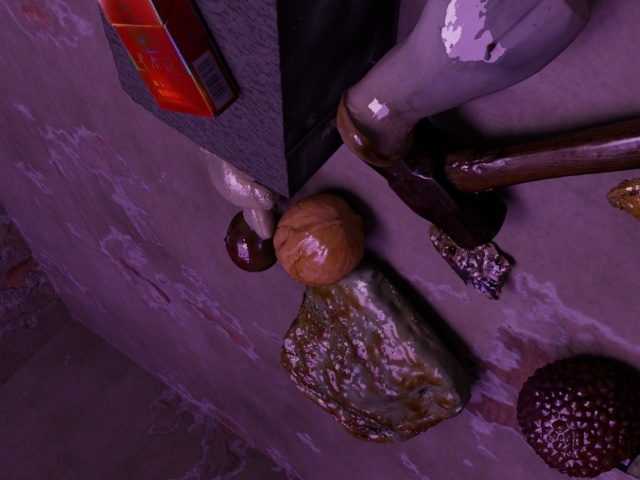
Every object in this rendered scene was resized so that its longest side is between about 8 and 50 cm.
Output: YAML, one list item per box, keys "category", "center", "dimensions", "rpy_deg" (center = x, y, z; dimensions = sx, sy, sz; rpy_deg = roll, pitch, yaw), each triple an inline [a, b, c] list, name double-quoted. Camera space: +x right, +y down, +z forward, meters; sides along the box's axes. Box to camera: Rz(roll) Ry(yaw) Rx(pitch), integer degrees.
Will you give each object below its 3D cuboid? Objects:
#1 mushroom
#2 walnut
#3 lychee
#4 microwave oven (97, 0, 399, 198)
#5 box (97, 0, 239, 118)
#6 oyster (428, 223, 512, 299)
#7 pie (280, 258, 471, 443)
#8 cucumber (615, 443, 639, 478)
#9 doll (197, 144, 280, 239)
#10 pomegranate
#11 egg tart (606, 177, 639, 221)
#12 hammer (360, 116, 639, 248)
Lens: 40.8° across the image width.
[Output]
- category: "mushroom"
  center: [0.135, -0.206, 0.921]
  dimensions: [0.159, 0.122, 0.328]
  rpy_deg: [51, 132, -2]
- category: "walnut"
  center: [0.000, 0.000, 1.495]
  dimensions: [0.159, 0.159, 0.207]
  rpy_deg: [42, 156, 0]
- category: "lychee"
  center: [0.403, 0.264, 1.319]
  dimensions: [0.188, 0.188, 0.188]
  rpy_deg: [33, 153, 19]
- category: "microwave oven"
  center: [-0.097, -0.324, 1.032]
  dimensions: [0.374, 0.236, 0.432]
  rpy_deg: [33, 153, 20]
- category: "box"
  center: [-0.174, -0.223, 0.965]
  dimensions: [0.112, 0.048, 0.175]
  rpy_deg: [16, 143, 44]
- category: "oyster"
  center: [0.225, 0.028, 1.336]
  dimensions: [0.148, 0.051, 0.103]
  rpy_deg: [42, 149, 25]
- category: "pie"
  center: [0.106, 0.229, 1.677]
  dimensions: [0.395, 0.180, 0.418]
  rpy_deg: [41, 147, 5]
- category: "cucumber"
  center: [0.452, 0.323, 1.450]
  dimensions: [0.241, 0.074, 0.074]
  rpy_deg: [23, 148, 38]
- category: "doll"
  center: [-0.115, -0.111, 1.523]
  dimensions: [0.175, 0.149, 0.278]
  rpy_deg: [40, 169, 8]
- category: "pomegranate"
  center: [-0.114, 0.010, 1.707]
  dimensions: [0.159, 0.129, 0.129]
  rpy_deg: [30, 153, 5]
- category: "egg tart"
  center: [0.374, -0.049, 0.923]
  dimensions: [0.130, 0.130, 0.052]
  rpy_deg: [152, 110, -63]
- category: "hammer"
  center: [0.250, -0.094, 1.039]
  dimensions: [0.409, 0.095, 0.242]
  rpy_deg: [-4, 141, 49]
